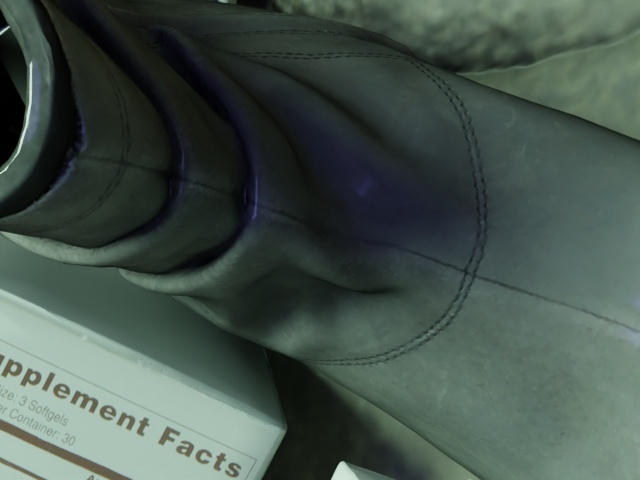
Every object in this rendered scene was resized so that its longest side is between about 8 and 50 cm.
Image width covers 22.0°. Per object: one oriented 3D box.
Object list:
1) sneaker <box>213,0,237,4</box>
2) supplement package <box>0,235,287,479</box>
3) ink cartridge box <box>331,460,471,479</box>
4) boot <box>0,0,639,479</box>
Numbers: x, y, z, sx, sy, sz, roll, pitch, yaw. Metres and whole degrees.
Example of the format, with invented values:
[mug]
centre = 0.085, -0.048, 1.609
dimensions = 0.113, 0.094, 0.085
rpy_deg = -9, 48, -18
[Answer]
[sneaker]
centre = -0.133, -0.070, 0.602
dimensions = 0.236, 0.104, 0.095
rpy_deg = -33, 61, 26
[supplement package]
centre = -0.099, 0.094, 0.516
dimensions = 0.179, 0.105, 0.105
rpy_deg = -61, 12, 9
[ink cartridge box]
centre = 0.024, 0.128, 0.413
dimensions = 0.104, 0.061, 0.181
rpy_deg = -66, 20, 7
[boot]
centre = 0.000, 0.000, 0.410
dimensions = 0.338, 0.223, 0.118
rpy_deg = 22, 93, 38
